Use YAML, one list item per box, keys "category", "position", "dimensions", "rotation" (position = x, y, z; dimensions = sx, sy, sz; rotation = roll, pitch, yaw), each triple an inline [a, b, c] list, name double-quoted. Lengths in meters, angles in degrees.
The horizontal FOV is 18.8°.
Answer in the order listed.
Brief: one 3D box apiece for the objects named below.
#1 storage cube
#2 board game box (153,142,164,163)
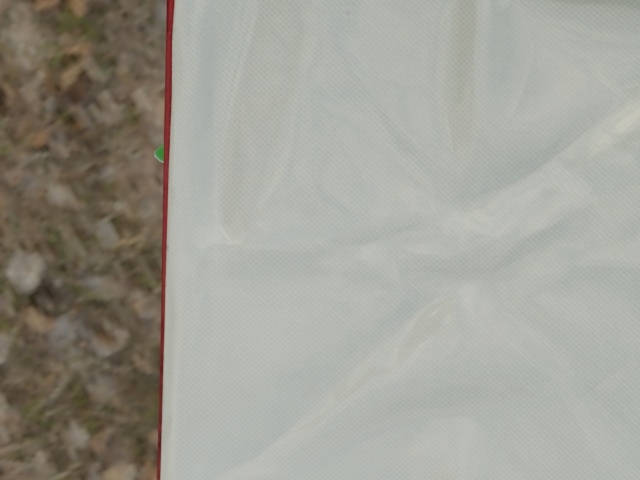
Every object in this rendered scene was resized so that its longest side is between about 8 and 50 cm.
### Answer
- category: "storage cube"
  position: [0.049, -0.005, 0.642]
  dimensions: [0.193, 0.184, 0.215]
  rotation: [-54, 147, -82]
- category: "board game box"
  position: [0.000, 0.000, 1.387]
  dimensions: [0.259, 0.039, 0.124]
  rotation: [35, 24, 0]
